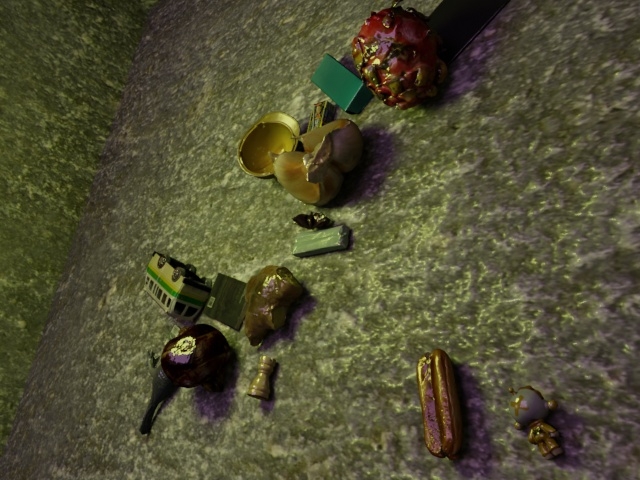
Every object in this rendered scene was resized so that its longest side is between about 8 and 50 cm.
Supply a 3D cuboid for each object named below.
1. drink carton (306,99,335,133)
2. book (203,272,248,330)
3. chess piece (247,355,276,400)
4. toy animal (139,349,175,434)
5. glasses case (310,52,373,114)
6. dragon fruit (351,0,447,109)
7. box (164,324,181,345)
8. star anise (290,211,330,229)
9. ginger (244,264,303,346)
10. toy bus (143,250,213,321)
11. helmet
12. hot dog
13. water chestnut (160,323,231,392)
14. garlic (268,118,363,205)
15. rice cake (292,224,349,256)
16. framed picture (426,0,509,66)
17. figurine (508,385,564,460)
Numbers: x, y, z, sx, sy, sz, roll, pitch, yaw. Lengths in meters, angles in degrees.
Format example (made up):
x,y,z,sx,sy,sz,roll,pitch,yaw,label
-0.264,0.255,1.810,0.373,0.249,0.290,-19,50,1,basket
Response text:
x,y,z,sx,sy,sz,roll,pitch,yaw,label
-0.003,-0.397,2.158,0.071,0.056,0.165,-10,61,47,drink carton
-0.317,0.206,2.155,0.228,0.024,0.160,13,79,50,book
-0.169,0.407,1.850,0.066,0.066,0.122,-8,56,45,chess piece
-0.559,0.481,2.195,0.367,0.081,0.206,-50,55,11,toy animal
0.073,-0.538,2.158,0.117,0.070,0.301,-55,41,17,glasses case
0.241,-0.527,1.826,0.269,0.250,0.290,-40,66,34,dragon fruit
-0.539,0.359,2.301,0.054,0.024,0.083,26,87,50,box
-0.029,-0.061,1.952,0.124,0.129,0.056,-3,83,7,star anise
-0.173,0.199,1.926,0.270,0.123,0.219,-55,42,8,ginger
-0.543,0.170,2.327,0.305,0.143,0.178,29,92,49,toy bus
-0.170,-0.314,2.220,0.205,0.140,0.256,29,78,19,helmet
0.270,0.363,1.395,0.100,0.068,0.249,-40,40,42,hot dog
-0.394,0.390,2.000,0.224,0.224,0.238,-26,93,35,water chestnut
-0.010,-0.251,1.960,0.313,0.250,0.285,-170,89,-69,garlic
0.001,0.001,1.925,0.222,0.042,0.080,-11,55,44,rice cake
0.419,-0.677,1.908,0.324,0.013,0.244,-47,41,17,framed picture
0.424,0.361,1.239,0.101,0.068,0.143,-21,70,47,figurine
